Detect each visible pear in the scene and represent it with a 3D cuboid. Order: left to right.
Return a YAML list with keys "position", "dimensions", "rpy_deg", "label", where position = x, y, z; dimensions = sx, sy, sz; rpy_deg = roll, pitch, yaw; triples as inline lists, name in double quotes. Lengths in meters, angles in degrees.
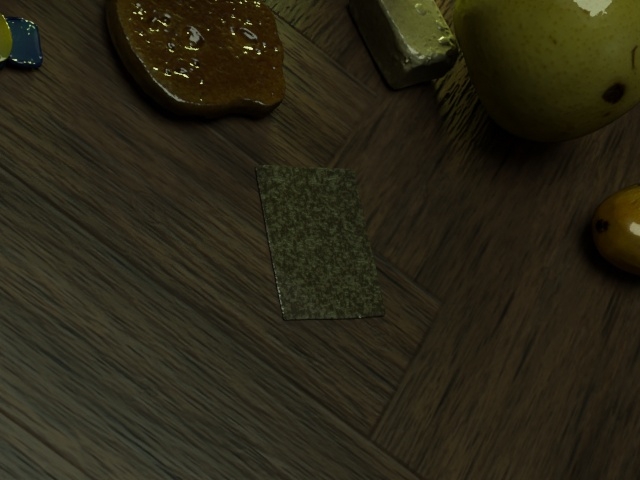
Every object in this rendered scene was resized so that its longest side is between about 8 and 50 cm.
- position: [0.369, -0.325, 1.602]
  dimensions: [0.348, 0.348, 0.348]
  rpy_deg: [12, 59, -21]
  label: "pear"

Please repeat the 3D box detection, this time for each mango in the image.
- position: [0.535, -0.017, 1.660]
  dimensions: [0.262, 0.109, 0.157]
  rpy_deg: [-2, 55, -33]
  label: "mango"

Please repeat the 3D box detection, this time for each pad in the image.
- position: [0.000, 0.000, 1.441]
  dimensions: [0.158, 0.003, 0.235]
  rpy_deg: [0, 63, -26]
  label: "pad"

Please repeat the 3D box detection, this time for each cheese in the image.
- position: [-0.472, -0.263, 1.312]
  dimensions: [0.250, 0.064, 0.156]
  rpy_deg: [5, 62, -35]
  label: "cheese"

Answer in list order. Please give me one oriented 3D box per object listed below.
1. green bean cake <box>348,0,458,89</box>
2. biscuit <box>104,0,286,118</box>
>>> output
- position: [0.130, -0.335, 1.642]
  dimensions: [0.109, 0.085, 0.179]
  rpy_deg: [-13, 69, -33]
  label: "green bean cake"
- position: [-0.177, -0.293, 1.486]
  dimensions: [0.257, 0.049, 0.273]
  rpy_deg: [-4, 67, -32]
  label: "biscuit"
